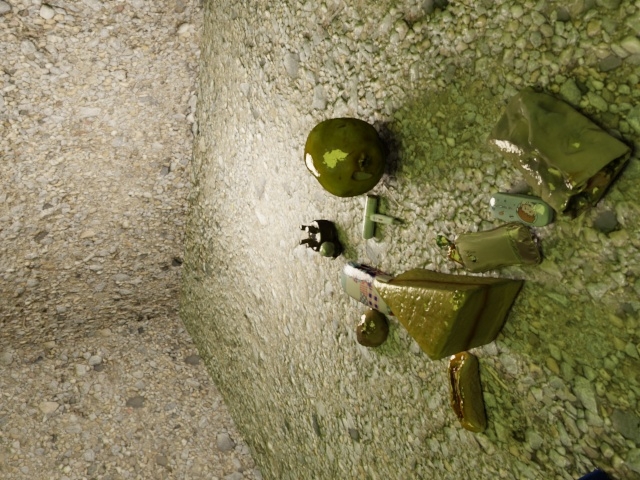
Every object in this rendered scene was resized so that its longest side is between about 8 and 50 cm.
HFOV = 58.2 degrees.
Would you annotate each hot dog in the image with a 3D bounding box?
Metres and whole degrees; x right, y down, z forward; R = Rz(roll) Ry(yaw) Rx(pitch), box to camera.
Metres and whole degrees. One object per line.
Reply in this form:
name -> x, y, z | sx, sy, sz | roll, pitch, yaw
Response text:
hot dog -> 0.418, 0.442, 1.668 | 0.084, 0.073, 0.242 | -5, 94, 64

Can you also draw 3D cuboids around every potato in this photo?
potato -> 0.171, 0.333, 2.026 | 0.100, 0.089, 0.172 | 40, 130, 44

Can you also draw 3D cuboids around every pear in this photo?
pear -> 0.077, -0.270, 1.855 | 0.321, 0.269, 0.269 | -166, 69, -70

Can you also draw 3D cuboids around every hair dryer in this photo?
hair dryer -> 0.207, -0.054, 1.909 | 0.183, 0.044, 0.155 | 34, 129, 47

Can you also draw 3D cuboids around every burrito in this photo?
burrito -> 0.501, -0.208, 1.292 | 0.332, 0.135, 0.190 | 56, 148, 40

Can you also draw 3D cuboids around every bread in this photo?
bread -> 0.316, 0.124, 1.588 | 0.362, 0.233, 0.245 | 47, 136, 44

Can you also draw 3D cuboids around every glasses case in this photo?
glasses case -> 0.173, 0.162, 1.986 | 0.327, 0.076, 0.125 | 22, 115, 55
glasses case -> 0.492, -0.078, 1.420 | 0.178, 0.045, 0.067 | 20, 121, 55

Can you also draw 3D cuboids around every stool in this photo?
stool -> 0.000, 0.000, 2.191 | 0.217, 0.121, 0.125 | 57, 141, 41

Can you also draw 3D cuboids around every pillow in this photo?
pillow -> 0.449, 0.022, 1.481 | 0.232, 0.038, 0.131 | -14, 110, 50

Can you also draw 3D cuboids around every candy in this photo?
candy -> 0.398, 0.040, 1.610 | 0.182, 0.046, 0.053 | 36, 114, 38

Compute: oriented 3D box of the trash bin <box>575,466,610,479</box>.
trash bin -> 0.580, 0.620, 1.291 | 0.162, 0.234, 0.184 | 53, 140, 36
